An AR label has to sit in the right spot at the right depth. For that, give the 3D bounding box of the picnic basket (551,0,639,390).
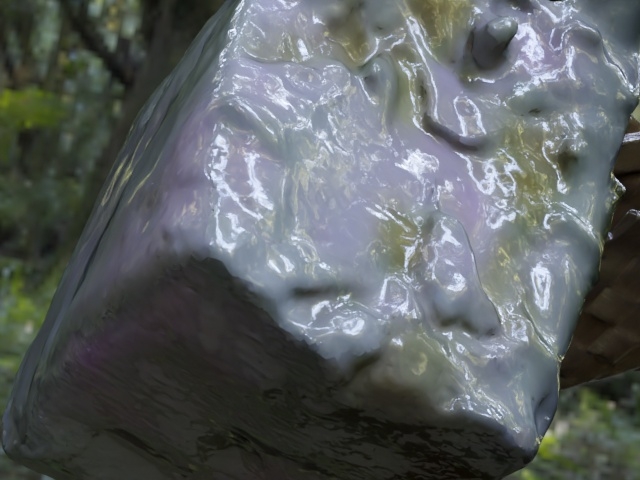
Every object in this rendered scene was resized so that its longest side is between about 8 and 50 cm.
[{"bbox_3d":[0.245,-0.049,1.495,0.291,0.321,0.254,-12,24,-17],"label":"picnic basket"}]

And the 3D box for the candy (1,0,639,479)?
[{"bbox_3d":[0.000,0.000,0.559,0.137,0.184,0.195,31,-35,-13],"label":"candy"}]
